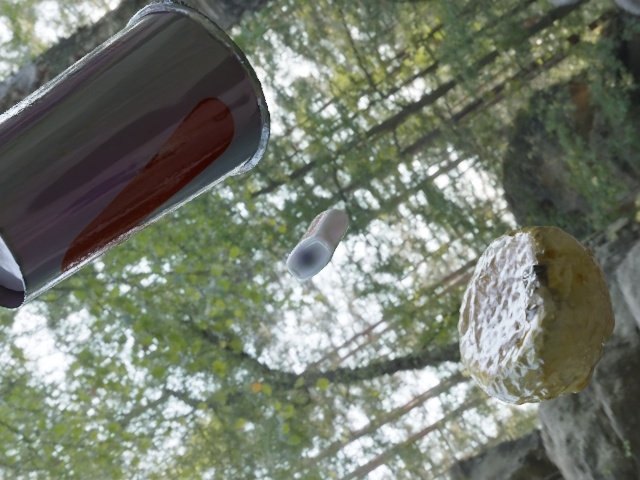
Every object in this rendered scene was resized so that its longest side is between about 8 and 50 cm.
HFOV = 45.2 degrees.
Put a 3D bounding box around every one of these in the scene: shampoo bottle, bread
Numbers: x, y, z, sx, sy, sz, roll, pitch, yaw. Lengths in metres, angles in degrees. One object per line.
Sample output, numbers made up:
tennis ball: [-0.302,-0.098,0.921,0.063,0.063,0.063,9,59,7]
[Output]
shampoo bottle: [0.000,0.000,0.966,0.043,0.072,0.099,42,-148,-7]
bread: [0.290,0.101,1.023,0.134,0.244,0.244,22,-152,-20]

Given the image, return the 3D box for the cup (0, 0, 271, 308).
cup: [-0.208,-0.075,0.713,0.203,0.203,0.288,51,-130,-7]
